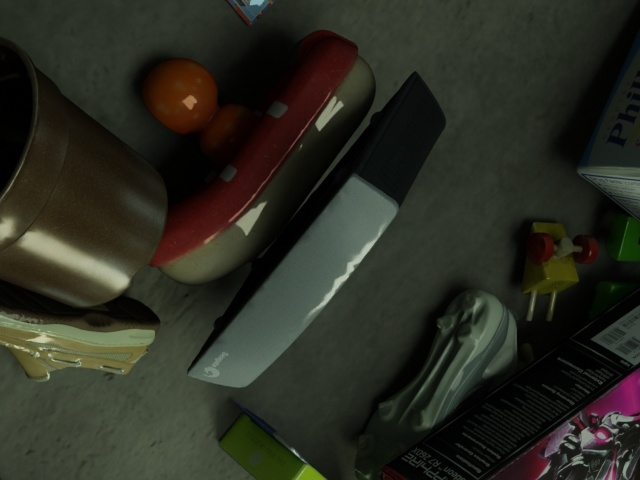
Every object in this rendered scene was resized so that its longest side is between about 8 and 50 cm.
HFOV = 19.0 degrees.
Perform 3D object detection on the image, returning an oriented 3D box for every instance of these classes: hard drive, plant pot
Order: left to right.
[{"bbox_3d":[-0.208,-0.036,1.381,0.165,0.167,0.167,33,87,-45],"label":"plant pot"},{"bbox_3d":[0.000,0.000,1.466,0.054,0.254,0.172,37,39,-4],"label":"hard drive"}]

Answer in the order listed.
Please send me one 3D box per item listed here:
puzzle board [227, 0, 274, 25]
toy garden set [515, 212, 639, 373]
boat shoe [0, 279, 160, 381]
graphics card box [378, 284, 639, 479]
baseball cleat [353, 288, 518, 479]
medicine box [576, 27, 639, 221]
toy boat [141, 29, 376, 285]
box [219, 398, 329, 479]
[{"bbox_3d":[-0.058,-0.243,1.495,0.096,0.011,0.128,-49,127,-10],"label":"puzzle board"},{"bbox_3d":[0.250,0.087,1.811,0.204,0.049,0.244,2,107,-37],"label":"toy garden set"},{"bbox_3d":[-0.212,0.077,1.477,0.190,0.068,0.072,12,112,-37],"label":"boat shoe"},{"bbox_3d":[0.237,0.211,1.749,0.371,0.094,0.232,-32,128,-26],"label":"graphics card box"},{"bbox_3d":[0.115,0.146,1.723,0.109,0.072,0.206,35,90,-45],"label":"baseball cleat"},{"bbox_3d":[0.415,-0.107,1.754,0.289,0.149,0.263,34,75,-37],"label":"medicine box"},{"bbox_3d":[-0.074,-0.081,1.484,0.151,0.151,0.231,37,83,-8],"label":"toy boat"},{"bbox_3d":[-0.010,0.214,1.636,0.042,0.109,0.178,-50,127,-7],"label":"box"}]
